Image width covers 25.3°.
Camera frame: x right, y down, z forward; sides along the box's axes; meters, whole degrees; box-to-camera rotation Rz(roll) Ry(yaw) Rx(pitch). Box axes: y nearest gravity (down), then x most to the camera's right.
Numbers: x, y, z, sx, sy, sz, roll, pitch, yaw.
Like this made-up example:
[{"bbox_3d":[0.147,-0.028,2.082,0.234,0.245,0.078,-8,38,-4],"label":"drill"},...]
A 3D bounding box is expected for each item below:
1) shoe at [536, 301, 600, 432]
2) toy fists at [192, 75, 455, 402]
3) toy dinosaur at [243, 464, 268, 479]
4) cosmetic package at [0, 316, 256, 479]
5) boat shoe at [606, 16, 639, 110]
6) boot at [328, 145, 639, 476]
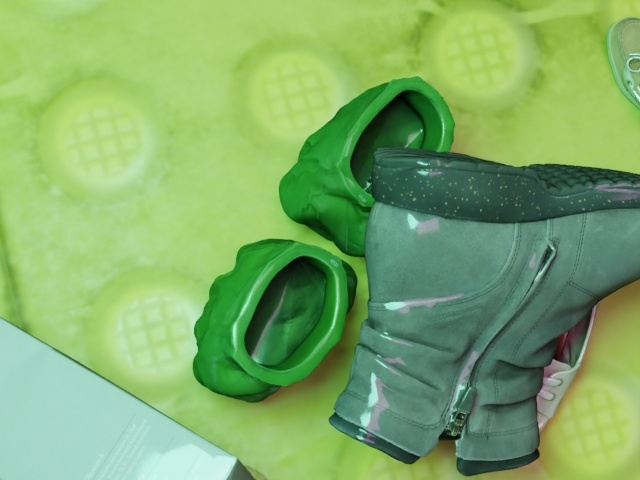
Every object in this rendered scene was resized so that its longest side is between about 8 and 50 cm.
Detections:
[{"bbox_3d":[0.173,0.070,1.126,0.077,0.058,0.219,24,76,-2],"label":"shoe"},{"bbox_3d":[0.000,0.000,1.078,0.096,0.142,0.279,36,76,-17],"label":"toy fists"},{"bbox_3d":[-0.078,0.208,1.077,0.183,0.053,0.092,17,61,-1],"label":"toy dinosaur"},{"bbox_3d":[-0.170,0.146,1.004,0.238,0.127,0.107,25,76,15],"label":"cosmetic package"},{"bbox_3d":[0.288,-0.121,1.187,0.056,0.048,0.153,-19,82,-11],"label":"boat shoe"},{"bbox_3d":[0.166,0.056,1.050,0.338,0.118,0.222,5,98,-22],"label":"boot"}]
